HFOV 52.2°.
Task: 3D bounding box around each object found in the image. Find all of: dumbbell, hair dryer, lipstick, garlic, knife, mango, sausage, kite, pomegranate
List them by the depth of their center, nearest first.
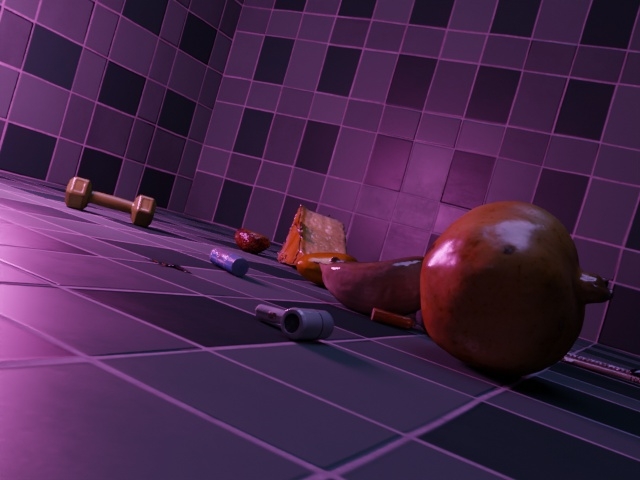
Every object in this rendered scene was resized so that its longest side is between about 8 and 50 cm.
[{"bbox_3d":[-0.056,0.120,1.013,0.137,0.047,0.082,10,-2,36],"label":"hair dryer"},{"bbox_3d":[0.356,0.087,1.211,0.342,0.343,0.342,16,1,0],"label":"pomegranate"},{"bbox_3d":[-0.322,0.054,1.414,0.122,0.004,0.090,16,0,17],"label":"kite"},{"bbox_3d":[0.168,0.181,1.496,0.107,0.031,0.031,15,1,-9],"label":"sausage"},{"bbox_3d":[0.124,0.103,1.597,0.338,0.151,0.196,-3,19,16],"label":"garlic"},{"bbox_3d":[-0.234,0.053,1.654,0.048,0.048,0.158,15,1,-32],"label":"lipstick"},{"bbox_3d":[0.789,0.350,1.779,0.365,0.043,0.089,16,0,24],"label":"knife"},{"bbox_3d":[0.024,0.088,1.998,0.219,0.113,0.145,13,8,-27],"label":"mango"},{"bbox_3d":[-0.731,-0.133,2.281,0.301,0.122,0.108,16,-28,-16],"label":"dumbbell"}]

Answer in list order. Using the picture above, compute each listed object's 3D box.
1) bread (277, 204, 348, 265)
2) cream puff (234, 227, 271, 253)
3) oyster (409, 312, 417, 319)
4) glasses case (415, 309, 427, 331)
[{"bbox_3d":[0.000,0.000,2.473,0.248,0.279,0.315,23,-14,-20],"label":"bread"},{"bbox_3d":[-0.270,0.008,2.581,0.149,0.085,0.149,20,2,-1],"label":"cream puff"},{"bbox_3d":[0.332,0.157,1.759,0.350,0.162,0.158,22,27,26],"label":"oyster"},{"bbox_3d":[0.313,0.200,1.520,0.131,0.074,0.323,15,1,-3],"label":"glasses case"}]
